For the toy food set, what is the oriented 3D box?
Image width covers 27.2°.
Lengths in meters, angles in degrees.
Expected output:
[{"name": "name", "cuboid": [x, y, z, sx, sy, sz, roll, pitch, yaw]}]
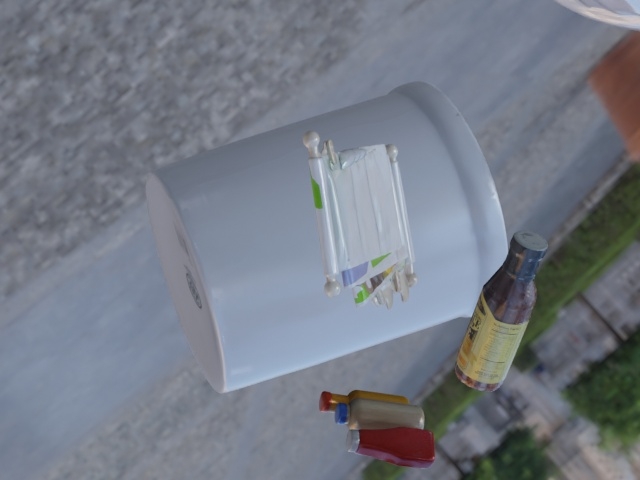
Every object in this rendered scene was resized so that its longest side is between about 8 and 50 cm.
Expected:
[{"name": "toy food set", "cuboid": [0.060, 0.257, 1.458, 0.104, 0.232, 0.111, 9, 145, -13]}]

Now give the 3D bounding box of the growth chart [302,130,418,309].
[{"name": "growth chart", "cuboid": [0.045, -0.017, 1.265, 0.021, 0.172, 0.237, -5, -179, 23]}]

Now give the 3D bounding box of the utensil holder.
[{"name": "utensil holder", "cuboid": [0.000, 0.000, 1.736, 0.385, 0.328, 0.327, -19, 163, -15]}]

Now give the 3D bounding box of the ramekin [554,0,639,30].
[{"name": "ramekin", "cuboid": [0.164, -0.245, 0.647, 0.273, 0.273, 0.127, -47, 154, 27]}]

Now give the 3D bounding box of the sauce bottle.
[{"name": "sauce bottle", "cuboid": [0.134, 0.051, 0.970, 0.042, 0.042, 0.128, -28, 141, -51]}]
